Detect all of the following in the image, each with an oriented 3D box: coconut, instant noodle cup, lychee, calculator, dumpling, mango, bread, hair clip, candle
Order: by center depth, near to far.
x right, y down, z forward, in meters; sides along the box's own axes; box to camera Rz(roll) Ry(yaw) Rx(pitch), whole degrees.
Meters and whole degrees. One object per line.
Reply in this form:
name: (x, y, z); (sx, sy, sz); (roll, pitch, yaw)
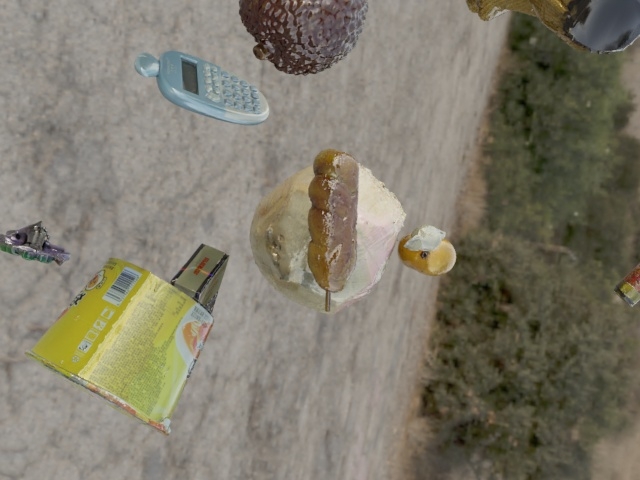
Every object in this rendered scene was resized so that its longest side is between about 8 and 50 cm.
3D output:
instant noodle cup: (-0.307, 0.163, 1.382); (0.200, 0.264, 0.264); (-61, 157, -18)
hair clip: (-0.488, 0.004, 1.479); (0.195, 0.124, 0.052); (-146, -113, -69)
dumpling: (0.180, 0.002, 1.508); (0.076, 0.052, 0.057); (-49, 169, -48)
lychee: (-0.025, -0.432, 1.613); (0.271, 0.236, 0.236); (-39, 151, -10)
candle: (0.612, 0.063, 1.619); (0.130, 0.052, 0.052); (-47, 165, 9)
bread: (0.031, -0.023, 1.802); (0.124, 0.084, 0.343); (7, 80, -31)
calculator: (-0.246, -0.322, 1.809); (0.042, 0.303, 0.188); (-58, -152, 34)
coconut: (0.000, 0.000, 2.269); (0.404, 0.405, 0.404); (10, 90, -72)
mango: (0.286, 0.037, 2.334); (0.262, 0.157, 0.108); (-25, 124, -84)

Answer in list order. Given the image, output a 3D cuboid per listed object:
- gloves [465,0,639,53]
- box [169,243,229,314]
gloves: (0.349, -0.382, 1.293); (0.356, 0.203, 0.155); (47, -55, 58)
box: (-0.335, 0.185, 2.180); (0.198, 0.084, 0.310); (-60, 172, -57)
